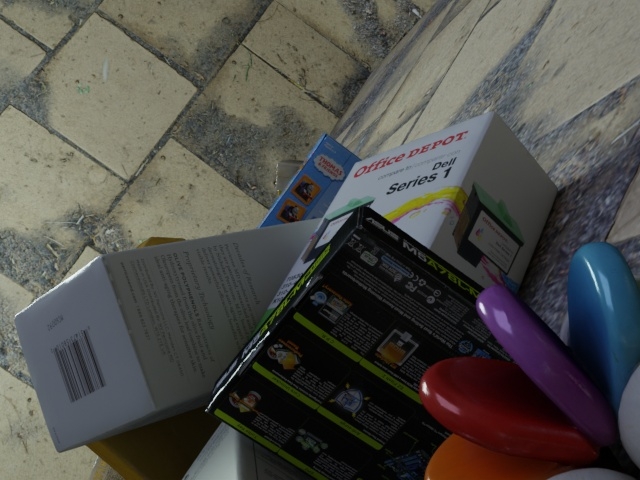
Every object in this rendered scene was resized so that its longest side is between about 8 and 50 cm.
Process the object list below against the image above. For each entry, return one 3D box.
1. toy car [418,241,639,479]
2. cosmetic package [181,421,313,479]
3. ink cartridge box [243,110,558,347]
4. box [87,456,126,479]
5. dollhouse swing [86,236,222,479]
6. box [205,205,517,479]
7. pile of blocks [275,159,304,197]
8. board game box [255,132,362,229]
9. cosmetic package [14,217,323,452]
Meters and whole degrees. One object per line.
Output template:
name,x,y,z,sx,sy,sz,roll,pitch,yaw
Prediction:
toy car,0.124,0.079,0.452,0.182,0.136,0.159,-53,8,11
cosmetic package,-0.021,0.232,0.594,0.113,0.160,0.309,-55,7,1
ink cartridge box,0.076,0.031,0.838,0.201,0.117,0.278,-16,35,48
box,-0.296,0.377,1.177,0.183,0.056,0.231,115,173,-53
dollhouse swing,-0.198,0.229,1.124,0.315,0.305,0.347,-47,12,42
box,0.048,0.099,0.624,0.184,0.190,0.045,-52,11,25
pile of blocks,0.000,0.000,1.439,0.362,0.112,0.149,81,-161,-61
board game box,0.009,-0.022,1.285,0.211,0.160,0.039,-54,8,2
cosmetic package,-0.101,0.088,0.952,0.197,0.155,0.365,-29,-11,41
